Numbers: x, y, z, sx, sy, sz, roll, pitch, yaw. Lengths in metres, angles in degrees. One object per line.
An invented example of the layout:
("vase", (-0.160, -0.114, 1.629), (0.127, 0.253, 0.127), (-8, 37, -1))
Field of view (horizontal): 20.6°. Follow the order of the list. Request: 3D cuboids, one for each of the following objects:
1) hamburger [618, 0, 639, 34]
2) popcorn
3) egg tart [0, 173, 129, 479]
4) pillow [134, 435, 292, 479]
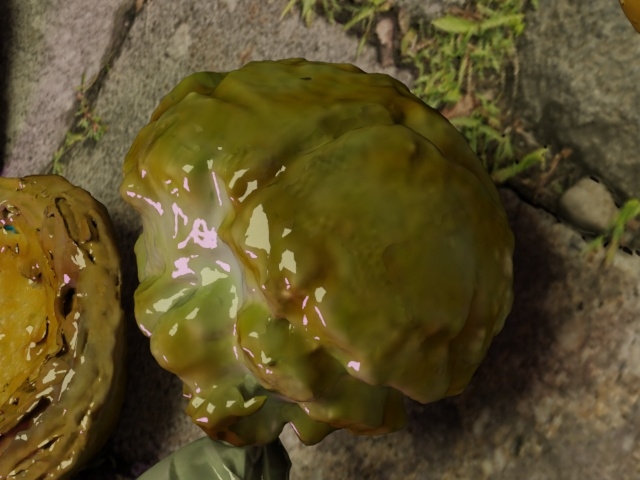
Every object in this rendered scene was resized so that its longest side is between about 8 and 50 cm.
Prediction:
("hamburger", (0.211, -0.148, 0.871), (0.138, 0.083, 0.147), (-39, 43, 33))
("popcorn", (0.000, 0.000, 0.931), (0.221, 0.204, 0.183), (55, 132, 43))
("egg tart", (-0.216, 0.089, 1.193), (0.291, 0.107, 0.291), (-23, 52, 33))
("pillow", (-0.096, 0.272, 0.940), (0.310, 0.138, 0.283), (-46, 43, 25))
